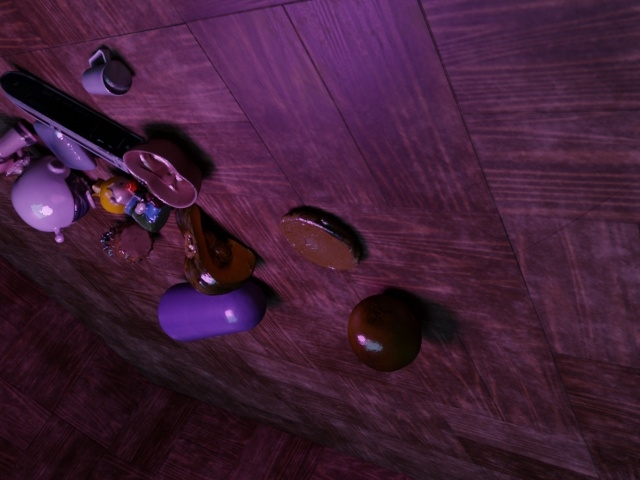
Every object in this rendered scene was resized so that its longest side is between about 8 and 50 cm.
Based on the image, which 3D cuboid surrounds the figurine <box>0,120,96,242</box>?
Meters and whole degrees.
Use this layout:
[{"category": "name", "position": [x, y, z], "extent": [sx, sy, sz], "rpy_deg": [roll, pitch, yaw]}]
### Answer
[{"category": "figurine", "position": [-0.906, -0.176, 2.042], "extent": [0.361, 0.211, 0.253], "rpy_deg": [45, 149, -22]}]

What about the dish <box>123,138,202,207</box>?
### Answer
[{"category": "dish", "position": [-0.387, -0.186, 1.649], "extent": [0.213, 0.090, 0.213], "rpy_deg": [21, 150, 13]}]

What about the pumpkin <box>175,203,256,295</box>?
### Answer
[{"category": "pumpkin", "position": [-0.307, 0.021, 1.920], "extent": [0.139, 0.190, 0.280], "rpy_deg": [-18, 83, 56]}]

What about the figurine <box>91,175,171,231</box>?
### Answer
[{"category": "figurine", "position": [-0.551, -0.132, 1.874], "extent": [0.234, 0.127, 0.185], "rpy_deg": [39, 148, 6]}]

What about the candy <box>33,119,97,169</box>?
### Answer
[{"category": "candy", "position": [-0.736, -0.274, 1.864], "extent": [0.138, 0.071, 0.174], "rpy_deg": [12, 147, 33]}]

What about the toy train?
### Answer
[{"category": "toy train", "position": [-0.659, -0.318, 1.709], "extent": [0.407, 0.086, 0.088], "rpy_deg": [31, 158, 2]}]

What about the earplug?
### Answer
[{"category": "earplug", "position": [-0.353, 0.230, 2.184], "extent": [0.456, 0.215, 0.215], "rpy_deg": [-12, 131, 48]}]

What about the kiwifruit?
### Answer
[{"category": "kiwifruit", "position": [0.170, 0.251, 1.714], "extent": [0.196, 0.196, 0.234], "rpy_deg": [20, 157, 20]}]

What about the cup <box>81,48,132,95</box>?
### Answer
[{"category": "cup", "position": [-0.491, -0.380, 1.466], "extent": [0.116, 0.074, 0.104], "rpy_deg": [10, 122, 42]}]

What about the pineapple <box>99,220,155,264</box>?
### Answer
[{"category": "pineapple", "position": [-0.666, 0.014, 2.217], "extent": [0.170, 0.141, 0.310], "rpy_deg": [16, 169, -29]}]

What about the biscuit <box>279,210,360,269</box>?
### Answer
[{"category": "biscuit", "position": [0.000, 0.000, 1.623], "extent": [0.226, 0.042, 0.226], "rpy_deg": [23, 153, 13]}]
